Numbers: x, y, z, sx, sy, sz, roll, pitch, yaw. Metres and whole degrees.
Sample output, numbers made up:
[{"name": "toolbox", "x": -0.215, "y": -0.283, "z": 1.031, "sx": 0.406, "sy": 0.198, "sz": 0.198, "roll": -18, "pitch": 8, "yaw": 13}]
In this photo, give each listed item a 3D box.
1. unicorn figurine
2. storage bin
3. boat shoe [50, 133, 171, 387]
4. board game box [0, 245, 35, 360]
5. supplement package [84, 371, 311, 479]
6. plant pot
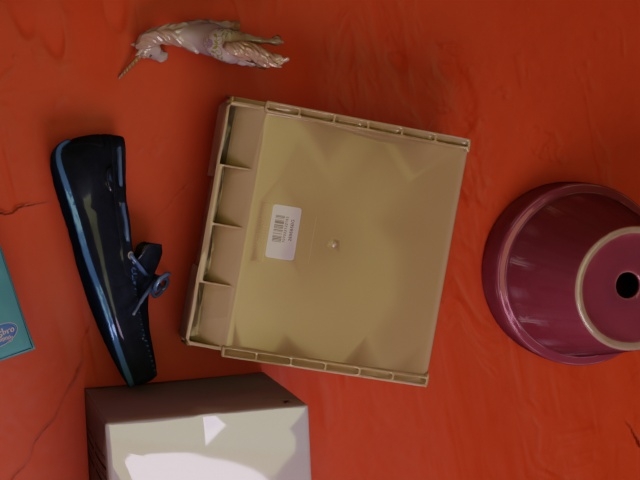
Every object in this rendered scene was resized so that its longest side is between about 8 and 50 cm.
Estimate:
[{"name": "unicorn figurine", "x": -0.114, "y": -0.199, "z": 1.727, "sx": 0.111, "sy": 0.162, "sz": 0.060, "roll": -3, "pitch": 90, "yaw": -42}, {"name": "storage bin", "x": 0.000, "y": 0.000, "z": 1.759, "sx": 0.260, "sy": 0.123, "sz": 0.262, "roll": 10, "pitch": 93, "yaw": -15}, {"name": "boat shoe", "x": -0.196, "y": 0.018, "z": 1.718, "sx": 0.089, "sy": 0.109, "sz": 0.258, "roll": -17, "pitch": 101, "yaw": -16}, {"name": "board game box", "x": -0.446, "y": -0.013, "z": 1.617, "sx": 0.254, "sy": 0.079, "sz": 0.336, "roll": -19, "pitch": 95, "yaw": -29}, {"name": "supplement package", "x": -0.123, "y": 0.283, "z": 1.710, "sx": 0.199, "sy": 0.198, "sz": 0.262, "roll": -4, "pitch": 96, "yaw": -14}, {"name": "plant pot", "x": 0.293, "y": 0.042, "z": 1.809, "sx": 0.201, "sy": 0.180, "sz": 0.201, "roll": -2, "pitch": 96, "yaw": -15}]
